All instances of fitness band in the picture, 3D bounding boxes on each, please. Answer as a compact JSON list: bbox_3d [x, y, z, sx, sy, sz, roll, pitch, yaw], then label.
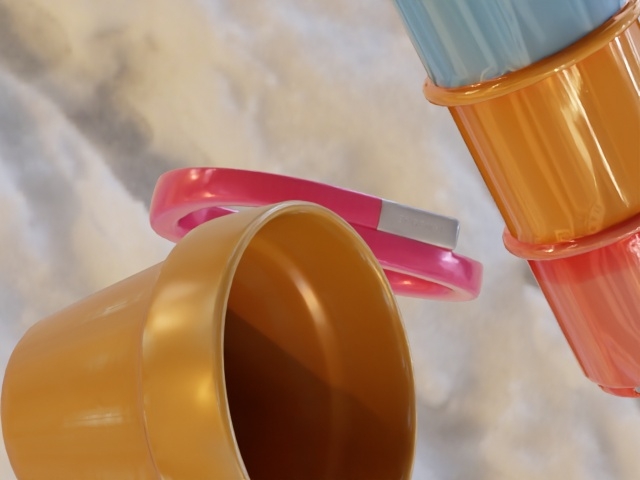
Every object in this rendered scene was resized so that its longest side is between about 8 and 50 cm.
[{"bbox_3d":[0.000,0.000,1.362,0.290,0.209,0.054,15,79,-22],"label":"fitness band"}]

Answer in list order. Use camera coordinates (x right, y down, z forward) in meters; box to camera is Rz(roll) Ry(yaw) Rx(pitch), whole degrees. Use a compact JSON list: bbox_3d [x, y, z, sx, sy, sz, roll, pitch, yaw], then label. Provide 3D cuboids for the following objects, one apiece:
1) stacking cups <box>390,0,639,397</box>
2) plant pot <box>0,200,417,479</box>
[{"bbox_3d":[0.058,-0.092,0.523,0.096,0.096,0.316,-38,108,-30],"label":"stacking cups"},{"bbox_3d":[-0.074,0.093,0.946,0.188,0.205,0.205,-11,45,31],"label":"plant pot"}]
